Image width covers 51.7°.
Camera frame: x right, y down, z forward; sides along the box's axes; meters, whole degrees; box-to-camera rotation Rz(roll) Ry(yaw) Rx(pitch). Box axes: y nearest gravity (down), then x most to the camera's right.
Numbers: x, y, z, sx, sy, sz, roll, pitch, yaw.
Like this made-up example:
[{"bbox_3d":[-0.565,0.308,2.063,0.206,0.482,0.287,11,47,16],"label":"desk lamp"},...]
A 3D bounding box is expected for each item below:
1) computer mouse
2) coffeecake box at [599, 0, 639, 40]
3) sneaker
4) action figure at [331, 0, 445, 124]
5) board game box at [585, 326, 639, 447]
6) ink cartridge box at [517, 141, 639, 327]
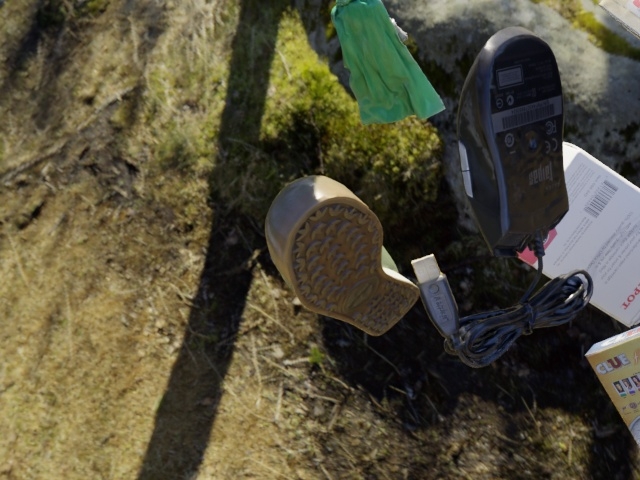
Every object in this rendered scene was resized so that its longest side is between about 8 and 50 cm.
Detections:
[{"bbox_3d":[0.132,-0.030,0.546,0.184,0.262,0.060,-25,19,-27],"label":"computer mouse"},{"bbox_3d":[0.340,-0.152,0.543,0.068,0.185,0.142,-52,44,27],"label":"coffeecake box"},{"bbox_3d":[0.000,0.000,0.421,0.064,0.192,0.086,-44,60,0],"label":"sneaker"},{"bbox_3d":[0.079,-0.273,0.943,0.137,0.232,0.064,-9,45,28],"label":"action figure"},{"bbox_3d":[0.433,0.145,0.693,0.243,0.042,0.165,-34,80,39],"label":"board game box"},{"bbox_3d":[0.371,-0.009,0.891,0.159,0.217,0.092,-56,9,14],"label":"ink cartridge box"}]
